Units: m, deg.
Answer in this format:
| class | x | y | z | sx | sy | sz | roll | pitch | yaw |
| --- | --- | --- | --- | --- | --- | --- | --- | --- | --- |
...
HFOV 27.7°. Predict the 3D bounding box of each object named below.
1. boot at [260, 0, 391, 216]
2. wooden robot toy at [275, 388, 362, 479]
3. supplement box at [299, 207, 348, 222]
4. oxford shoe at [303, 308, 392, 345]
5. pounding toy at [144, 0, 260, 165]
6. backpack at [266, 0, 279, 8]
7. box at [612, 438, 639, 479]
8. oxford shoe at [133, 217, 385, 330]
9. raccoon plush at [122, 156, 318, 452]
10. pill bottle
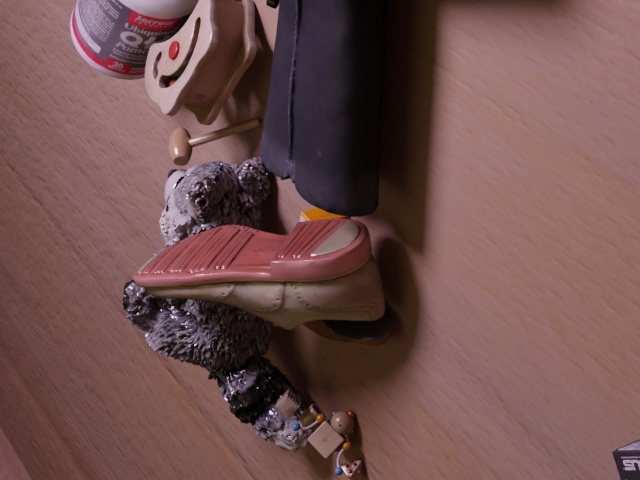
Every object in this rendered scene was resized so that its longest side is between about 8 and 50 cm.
| class | x | y | z | sx | sy | sz | roll | pitch | yaw |
| --- | --- | --- | --- | --- | --- | --- | --- | --- | --- |
| boot | 0.046 | -0.224 | 1.549 | 0.367 | 0.146 | 0.445 | -125 | 37 | -53 |
| wooden robot toy | 0.019 | 0.278 | 1.957 | 0.173 | 0.076 | 0.079 | 45 | 104 | 10 |
| supplement box | 0.000 | 0.000 | 1.842 | 0.036 | 0.062 | 0.098 | 47 | 140 | 39 |
| oxford shoe | 0.039 | 0.115 | 1.844 | 0.212 | 0.076 | 0.076 | 18 | 149 | 54 |
| pounding toy | -0.165 | -0.254 | 1.975 | 0.269 | 0.154 | 0.154 | -53 | 40 | 34 |
| backpack | -0.092 | -0.398 | 1.717 | 0.182 | 0.115 | 0.152 | -110 | 33 | -73 |
| box | 0.402 | 0.282 | 1.271 | 0.231 | 0.056 | 0.183 | -18 | 87 | 62 |
| oxford shoe | -0.092 | 0.067 | 1.808 | 0.397 | 0.140 | 0.146 | -2 | 122 | 36 |
| raccoon plush | -0.096 | 0.073 | 2.012 | 0.446 | 0.216 | 0.299 | 40 | 130 | 1 |
| pill bottle | -0.270 | -0.394 | 2.011 | 0.318 | 0.176 | 0.176 | -43 | 66 | 59 |
